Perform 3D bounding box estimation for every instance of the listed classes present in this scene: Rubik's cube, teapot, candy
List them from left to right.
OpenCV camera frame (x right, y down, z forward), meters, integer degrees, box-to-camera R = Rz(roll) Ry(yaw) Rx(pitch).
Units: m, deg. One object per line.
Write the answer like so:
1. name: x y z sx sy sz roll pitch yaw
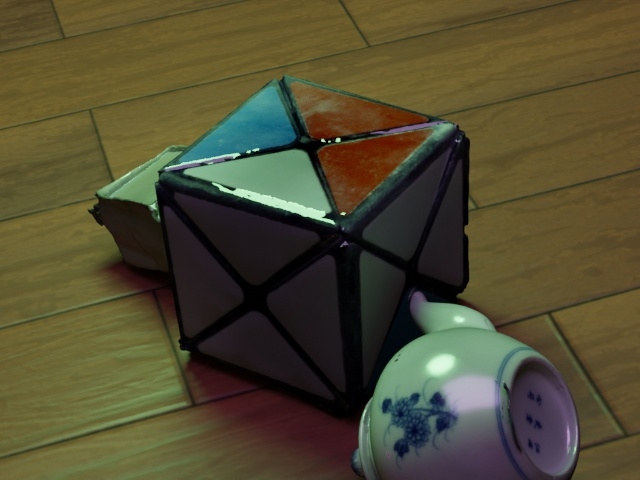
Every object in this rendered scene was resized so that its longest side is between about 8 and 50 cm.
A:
1. candy: -0.206 -0.043 2.146 0.185 0.137 0.195 -36 26 -33
2. Rubik's cube: 0.000 0.000 1.975 0.307 0.310 0.305 18 41 27
3. teapot: 0.146 0.235 1.736 0.280 0.252 0.424 -20 53 36
